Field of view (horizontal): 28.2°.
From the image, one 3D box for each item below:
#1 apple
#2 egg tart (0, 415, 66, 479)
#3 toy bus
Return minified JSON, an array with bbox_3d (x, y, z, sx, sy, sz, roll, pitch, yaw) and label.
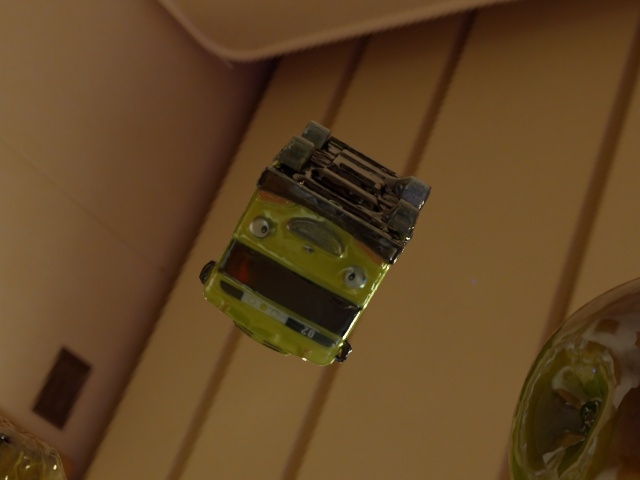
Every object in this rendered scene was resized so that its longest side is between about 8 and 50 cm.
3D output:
[{"bbox_3d":[0.191,0.107,0.645,0.196,0.196,0.196,-26,-140,25],"label":"apple"},{"bbox_3d":[-0.381,0.231,1.298,0.352,0.352,0.150,16,-100,51],"label":"egg tart"},{"bbox_3d":[0.000,0.000,1.049,0.150,0.128,0.262,-60,179,14],"label":"toy bus"}]
